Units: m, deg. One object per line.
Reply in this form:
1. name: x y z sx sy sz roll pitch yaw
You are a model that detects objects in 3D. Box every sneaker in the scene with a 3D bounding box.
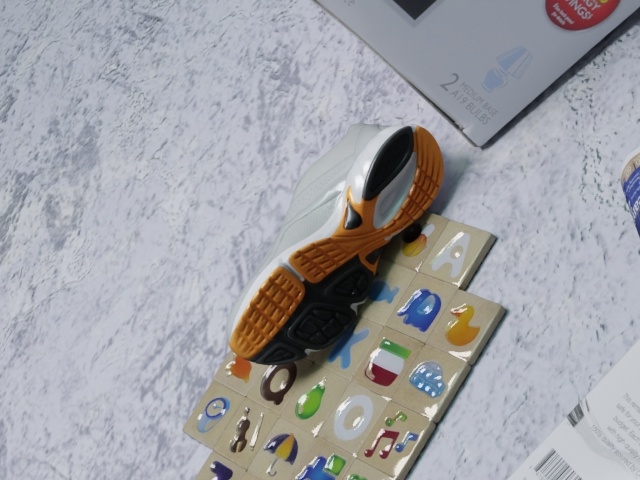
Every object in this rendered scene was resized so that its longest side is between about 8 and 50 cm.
1. sneaker: 0.000 0.000 1.605 0.262 0.099 0.121 -49 29 -10

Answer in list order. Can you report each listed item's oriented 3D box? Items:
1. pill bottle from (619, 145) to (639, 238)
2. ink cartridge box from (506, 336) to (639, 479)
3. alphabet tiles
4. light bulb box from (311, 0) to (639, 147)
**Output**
1. pill bottle: 0.277 -0.018 1.364 0.067 0.067 0.120 -33 41 22
2. ink cartridge box: 0.233 0.176 1.236 0.203 0.086 0.148 -47 38 4
3. alphabet tiles: 0.013 0.118 1.568 0.285 0.011 0.342 21 76 51
4. light bulb box: 0.063 -0.336 1.604 0.225 0.358 0.361 -42 37 14
